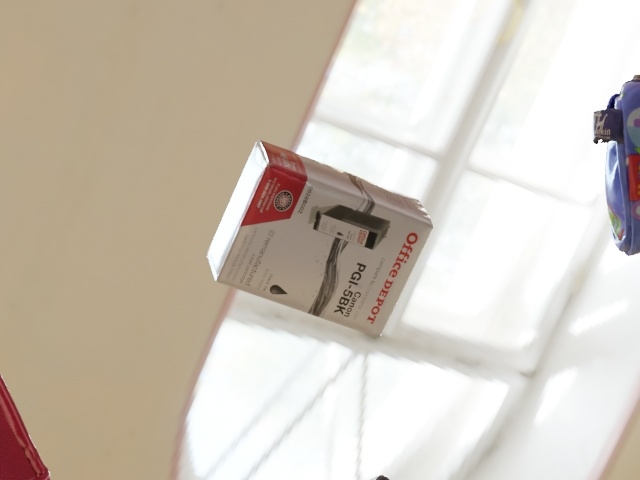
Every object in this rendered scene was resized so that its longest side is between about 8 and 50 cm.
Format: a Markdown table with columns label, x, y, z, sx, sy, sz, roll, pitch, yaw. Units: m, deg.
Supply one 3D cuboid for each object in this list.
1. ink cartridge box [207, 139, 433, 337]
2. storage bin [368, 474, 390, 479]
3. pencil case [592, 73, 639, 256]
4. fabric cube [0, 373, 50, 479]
| label | x | y | z | sx | sy | sz | roll | pitch | yaw |
| --- | --- | --- | --- | --- | --- | --- | --- | --- | --- |
| ink cartridge box | 0.000 | 0.000 | 1.196 | 0.135 | 0.099 | 0.056 | 19 | -163 | -17 |
| storage bin | 0.023 | 0.256 | 1.323 | 0.098 | 0.091 | 0.135 | 47 | -127 | -1 |
| pencil case | 0.348 | -0.071 | 1.189 | 0.306 | 0.133 | 0.119 | -7 | 173 | 5 |
| fabric cube | -0.279 | 0.161 | 0.888 | 0.254 | 0.258 | 0.259 | -22 | -131 | -14 |
